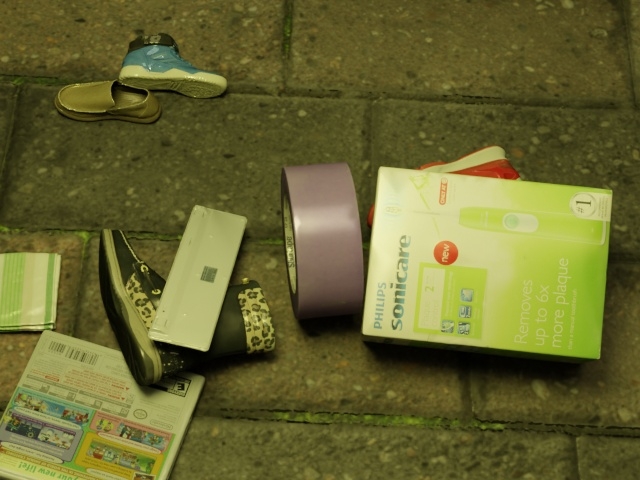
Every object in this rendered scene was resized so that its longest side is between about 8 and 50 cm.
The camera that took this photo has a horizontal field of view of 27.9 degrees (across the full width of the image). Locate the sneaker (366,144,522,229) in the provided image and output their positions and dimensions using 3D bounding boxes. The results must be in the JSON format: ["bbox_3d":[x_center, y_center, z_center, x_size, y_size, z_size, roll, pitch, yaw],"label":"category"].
[{"bbox_3d":[0.179,-0.036,1.676,0.221,0.087,0.128,-26,61,-16],"label":"sneaker"}]

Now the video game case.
[{"bbox_3d":[-0.268,0.219,1.534,0.212,0.023,0.193,16,58,6],"label":"video game case"}]

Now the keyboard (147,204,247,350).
[{"bbox_3d":[-0.146,0.041,1.574,0.072,0.014,0.256,18,39,-4],"label":"keyboard"}]

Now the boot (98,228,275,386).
[{"bbox_3d":[-0.172,0.070,1.603,0.178,0.085,0.236,-10,48,-21],"label":"boot"}]

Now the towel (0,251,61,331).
[{"bbox_3d":[-0.405,0.067,1.627,0.152,0.023,0.113,-2,56,-1],"label":"towel"}]

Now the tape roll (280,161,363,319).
[{"bbox_3d":[0.000,0.000,1.584,0.080,0.189,0.189,-6,58,-6],"label":"tape roll"}]

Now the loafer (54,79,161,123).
[{"bbox_3d":[-0.293,-0.197,1.777,0.148,0.050,0.056,2,58,-1],"label":"loafer"}]

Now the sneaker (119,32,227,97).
[{"bbox_3d":[-0.201,-0.251,1.810,0.152,0.058,0.085,5,66,8],"label":"sneaker"}]

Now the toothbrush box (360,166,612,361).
[{"bbox_3d":[0.199,0.033,1.574,0.283,0.122,0.206,7,82,3],"label":"toothbrush box"}]
